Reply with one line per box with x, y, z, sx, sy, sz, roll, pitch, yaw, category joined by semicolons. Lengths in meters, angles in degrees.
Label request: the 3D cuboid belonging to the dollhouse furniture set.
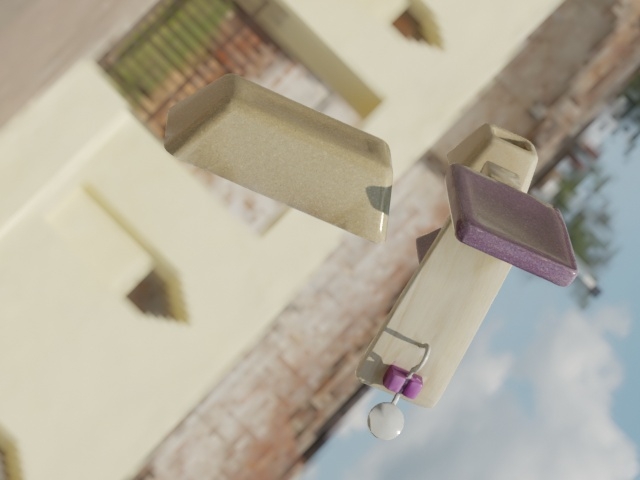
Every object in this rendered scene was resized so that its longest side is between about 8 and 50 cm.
0.000;0.000;0.538;0.081;0.114;0.091;-61;-166;23;dollhouse furniture set
